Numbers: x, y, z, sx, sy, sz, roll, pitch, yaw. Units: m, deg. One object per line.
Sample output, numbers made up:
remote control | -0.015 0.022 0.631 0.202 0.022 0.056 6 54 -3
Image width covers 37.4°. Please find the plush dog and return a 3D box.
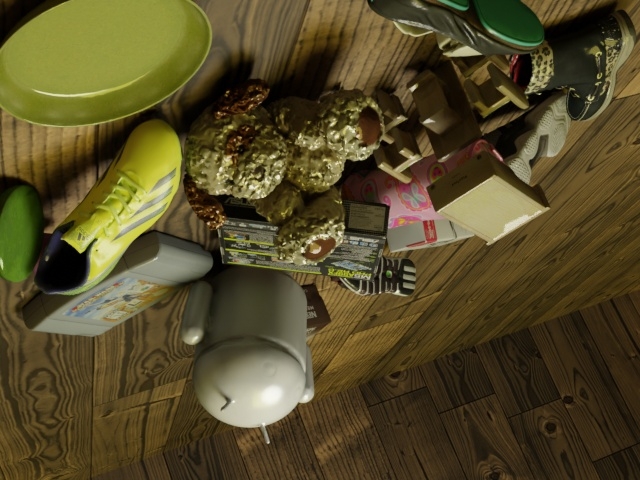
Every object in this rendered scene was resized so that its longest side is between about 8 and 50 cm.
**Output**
plush dog | -0.073 -0.120 1.269 0.225 0.211 0.262 6 120 -30

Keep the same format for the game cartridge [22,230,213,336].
game cartridge | -0.353 0.082 1.626 0.297 0.062 0.198 -29 164 18

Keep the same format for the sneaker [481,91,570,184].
sneaker | 0.314 -0.173 1.621 0.268 0.153 0.101 -48 135 -29

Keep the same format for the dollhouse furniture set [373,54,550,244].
dollhouse furniture set | 0.207 -0.138 1.358 0.212 0.242 0.161 -33 146 26

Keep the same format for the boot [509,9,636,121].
boot | 0.378 -0.257 1.492 0.178 0.085 0.236 -16 154 -12

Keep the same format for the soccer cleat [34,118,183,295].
soccer cleat | -0.277 -0.033 1.233 0.289 0.093 0.121 -51 171 25

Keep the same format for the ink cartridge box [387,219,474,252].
ink cartridge box | 0.226 -0.021 1.945 0.150 0.063 0.109 -6 172 -40

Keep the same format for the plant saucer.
plant saucer | -0.235 -0.203 1.011 0.240 0.037 0.241 -21 161 -8

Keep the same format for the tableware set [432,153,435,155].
tableware set | 0.269 -0.129 1.776 0.194 0.039 0.128 -13 159 -26

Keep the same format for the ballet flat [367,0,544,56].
ballet flat | 0.164 -0.284 1.180 0.280 0.095 0.096 12 152 -43

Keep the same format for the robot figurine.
robot figurine | -0.124 0.187 1.708 0.300 0.354 0.199 31 129 -28

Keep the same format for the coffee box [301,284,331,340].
coffee box | -0.107 0.203 2.153 0.141 0.098 0.246 -8 156 -38

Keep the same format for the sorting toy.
sorting toy | -0.448 -0.020 1.216 0.126 0.127 0.365 5 166 9

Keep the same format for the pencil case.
pencil case | 0.163 -0.085 1.538 0.124 0.124 0.284 -3 174 -45

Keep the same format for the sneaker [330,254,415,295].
sneaker | 0.064 0.068 1.961 0.162 0.107 0.281 -2 166 38

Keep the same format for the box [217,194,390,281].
box | -0.032 -0.008 1.556 0.270 0.060 0.216 7 159 1
